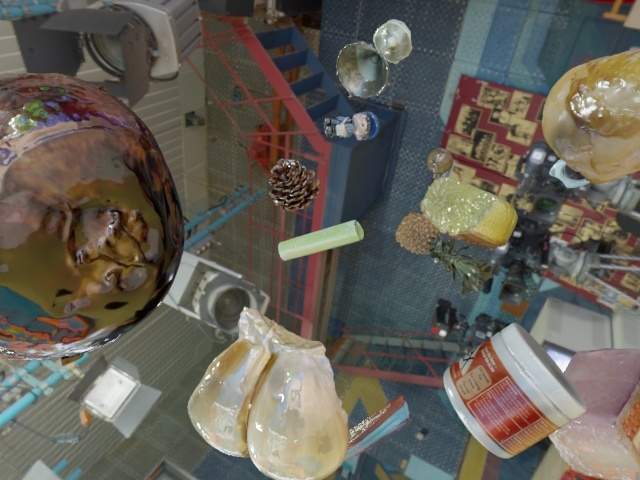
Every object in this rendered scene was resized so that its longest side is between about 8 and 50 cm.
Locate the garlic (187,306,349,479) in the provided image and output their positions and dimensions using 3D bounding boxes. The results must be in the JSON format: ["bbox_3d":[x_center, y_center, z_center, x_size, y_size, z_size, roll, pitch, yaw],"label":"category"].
[{"bbox_3d":[-0.091,0.300,0.806,0.249,0.286,0.313,-77,1,-56],"label":"garlic"}]

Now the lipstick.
[{"bbox_3d":[0.000,0.000,1.562,0.076,0.304,0.076,-15,-90,-70],"label":"lipstick"}]

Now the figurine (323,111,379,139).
[{"bbox_3d":[0.077,-0.271,1.084,0.079,0.136,0.077,85,175,-73],"label":"figurine"}]

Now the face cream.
[{"bbox_3d":[0.379,0.297,0.892,0.187,0.201,0.201,-43,-13,18],"label":"face cream"}]

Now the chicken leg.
[{"bbox_3d":[0.497,-0.165,0.578,0.182,0.295,0.409,-36,-1,-16],"label":"chicken leg"}]

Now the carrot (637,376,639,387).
[{"bbox_3d":[0.725,0.239,0.826,0.331,0.193,0.214,-52,-20,-19],"label":"carrot"}]

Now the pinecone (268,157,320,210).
[{"bbox_3d":[-0.051,-0.106,0.857,0.102,0.102,0.109,-62,-15,-18],"label":"pinecone"}]

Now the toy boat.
[{"bbox_3d":[0.150,0.623,1.451,0.392,0.079,0.136,-44,-11,29],"label":"toy boat"}]

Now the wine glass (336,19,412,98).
[{"bbox_3d":[0.122,-0.396,0.959,0.183,0.122,0.122,-54,-24,-40],"label":"wine glass"}]

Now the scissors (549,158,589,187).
[{"bbox_3d":[0.780,-0.221,1.133,0.029,0.360,0.191,-52,-47,-43],"label":"scissors"}]

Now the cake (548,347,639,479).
[{"bbox_3d":[0.772,0.460,1.189,0.309,0.237,0.230,-34,3,-29],"label":"cake"}]

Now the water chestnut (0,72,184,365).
[{"bbox_3d":[-0.348,-0.022,0.556,0.350,0.302,0.350,-6,-82,-48],"label":"water chestnut"}]

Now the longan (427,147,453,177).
[{"bbox_3d":[0.454,-0.296,1.698,0.113,0.092,0.113,8,-100,-52],"label":"longan"}]

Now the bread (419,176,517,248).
[{"bbox_3d":[0.242,-0.036,0.709,0.125,0.156,0.086,20,-79,-30],"label":"bread"}]

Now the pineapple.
[{"bbox_3d":[0.339,0.037,1.247,0.130,0.277,0.119,-59,-29,11],"label":"pineapple"}]
